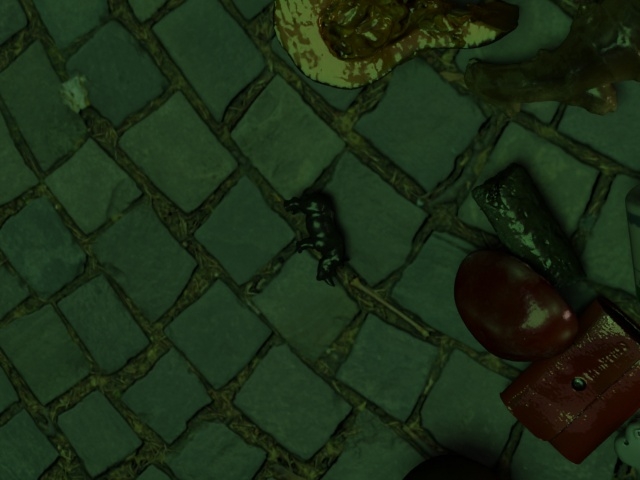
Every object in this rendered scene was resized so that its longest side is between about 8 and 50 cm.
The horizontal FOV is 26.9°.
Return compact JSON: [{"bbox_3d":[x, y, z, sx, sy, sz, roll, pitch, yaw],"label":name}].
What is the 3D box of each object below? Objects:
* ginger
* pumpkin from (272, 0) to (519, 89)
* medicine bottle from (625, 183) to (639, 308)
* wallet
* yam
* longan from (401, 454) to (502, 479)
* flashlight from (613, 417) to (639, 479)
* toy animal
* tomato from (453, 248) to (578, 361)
[{"bbox_3d":[0.326,-0.217,1.588,0.333,0.081,0.148,-16,119,27],"label":"ginger"},{"bbox_3d":[0.083,-0.300,1.618,0.280,0.139,0.190,-15,104,24],"label":"pumpkin"},{"bbox_3d":[0.444,0.048,1.600,0.139,0.139,0.237,-3,106,23],"label":"medicine bottle"},{"bbox_3d":[0.349,0.185,1.743,0.142,0.045,0.204,42,118,3],"label":"wallet"},{"bbox_3d":[0.265,-0.008,1.688,0.078,0.078,0.179,-27,98,28],"label":"yam"},{"bbox_3d":[0.180,0.391,1.808,0.198,0.198,0.212,11,125,18],"label":"longan"},{"bbox_3d":[0.447,0.322,1.756,0.093,0.047,0.200,-9,108,24],"label":"flashlight"},{"bbox_3d":[0.000,0.000,1.814,0.065,0.047,0.136,-13,99,17],"label":"toy animal"},{"bbox_3d":[0.235,0.092,1.688,0.166,0.082,0.174,56,158,-4],"label":"tomato"}]
